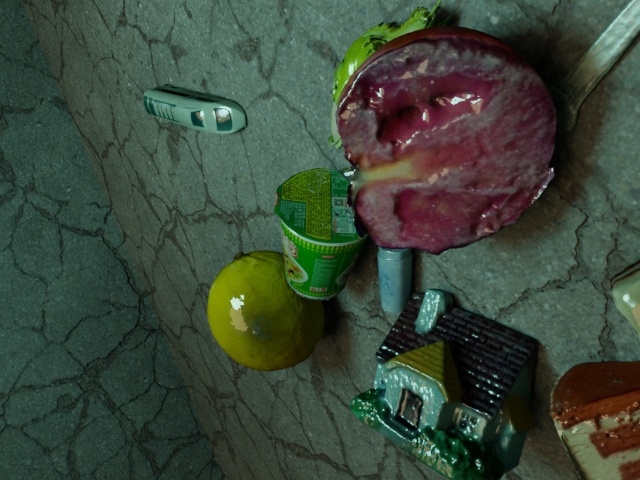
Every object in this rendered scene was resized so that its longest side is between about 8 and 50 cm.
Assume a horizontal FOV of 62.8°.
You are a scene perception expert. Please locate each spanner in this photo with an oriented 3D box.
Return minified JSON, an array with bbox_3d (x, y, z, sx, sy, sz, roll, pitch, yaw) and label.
[{"bbox_3d":[0.355,-0.244,0.616,0.071,0.017,0.302,52,143,17],"label":"spanner"}]

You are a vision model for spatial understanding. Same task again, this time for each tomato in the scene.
[{"bbox_3d":[0.180,-0.147,0.769,0.290,0.176,0.334,-4,123,18],"label":"tomato"}]

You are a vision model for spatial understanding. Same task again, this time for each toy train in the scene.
[{"bbox_3d":[-0.348,-0.350,1.408,0.407,0.088,0.086,24,128,42],"label":"toy train"}]

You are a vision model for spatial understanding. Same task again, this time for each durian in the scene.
[{"bbox_3d":[0.087,-0.280,0.870,0.107,0.132,0.375,36,141,-6],"label":"durian"}]

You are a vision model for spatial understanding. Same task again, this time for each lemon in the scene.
[{"bbox_3d":[-0.132,0.172,1.281,0.297,0.297,0.297,30,132,39],"label":"lemon"}]

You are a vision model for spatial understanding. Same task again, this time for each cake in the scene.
[{"bbox_3d":[0.474,0.240,0.731,0.262,0.160,0.158,-24,90,21],"label":"cake"}]

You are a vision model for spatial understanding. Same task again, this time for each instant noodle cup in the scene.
[{"bbox_3d":[0.000,0.000,1.092,0.207,0.207,0.232,46,149,25],"label":"instant noodle cup"}]

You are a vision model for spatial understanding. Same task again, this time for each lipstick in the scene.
[{"bbox_3d":[0.143,0.010,1.010,0.068,0.061,0.274,25,130,45],"label":"lipstick"}]

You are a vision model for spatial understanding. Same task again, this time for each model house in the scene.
[{"bbox_3d":[0.235,0.231,0.926,0.281,0.230,0.248,20,101,43],"label":"model house"}]

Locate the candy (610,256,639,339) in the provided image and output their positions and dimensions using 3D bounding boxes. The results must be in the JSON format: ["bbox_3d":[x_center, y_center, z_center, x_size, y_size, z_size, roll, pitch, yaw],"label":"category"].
[{"bbox_3d":[0.471,0.137,0.551,0.179,0.135,0.320,-33,83,28],"label":"candy"}]
